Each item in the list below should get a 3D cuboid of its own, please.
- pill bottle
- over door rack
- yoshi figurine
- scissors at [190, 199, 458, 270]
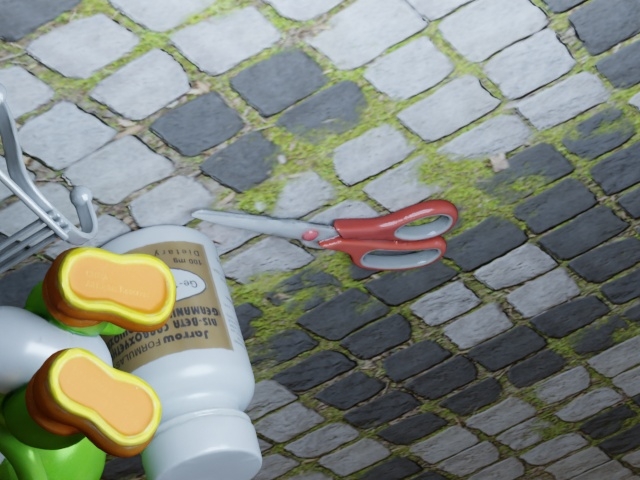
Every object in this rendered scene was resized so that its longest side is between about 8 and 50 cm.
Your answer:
[{"bbox_3d":[-0.131,0.112,1.729,0.131,0.229,0.131,-14,151,-8],"label":"pill bottle"},{"bbox_3d":[-0.362,-0.054,1.468,0.239,0.108,0.324,-31,134,21],"label":"over door rack"},{"bbox_3d":[-0.217,0.138,1.601,0.203,0.203,0.362,-29,179,-36],"label":"yoshi figurine"},{"bbox_3d":[0.000,0.000,1.821,0.297,0.021,0.109,-3,149,-27],"label":"scissors"}]
